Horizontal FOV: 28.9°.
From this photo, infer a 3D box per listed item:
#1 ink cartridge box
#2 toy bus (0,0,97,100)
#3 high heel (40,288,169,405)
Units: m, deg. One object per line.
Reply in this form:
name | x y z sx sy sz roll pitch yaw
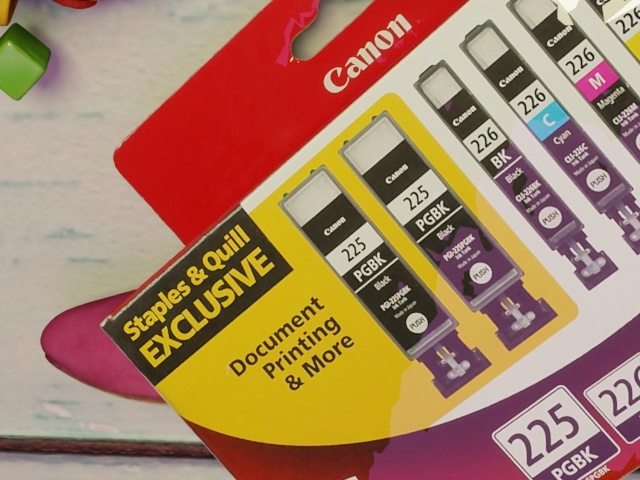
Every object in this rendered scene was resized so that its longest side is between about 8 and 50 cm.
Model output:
ink cartridge box | 0.062 -0.018 0.581 0.309 0.130 0.272 -41 92 20
toy bus | -0.158 -0.151 0.576 0.202 0.104 0.191 -27 121 14
high heel | 0.000 0.000 0.737 0.377 0.127 0.181 -3 100 14
